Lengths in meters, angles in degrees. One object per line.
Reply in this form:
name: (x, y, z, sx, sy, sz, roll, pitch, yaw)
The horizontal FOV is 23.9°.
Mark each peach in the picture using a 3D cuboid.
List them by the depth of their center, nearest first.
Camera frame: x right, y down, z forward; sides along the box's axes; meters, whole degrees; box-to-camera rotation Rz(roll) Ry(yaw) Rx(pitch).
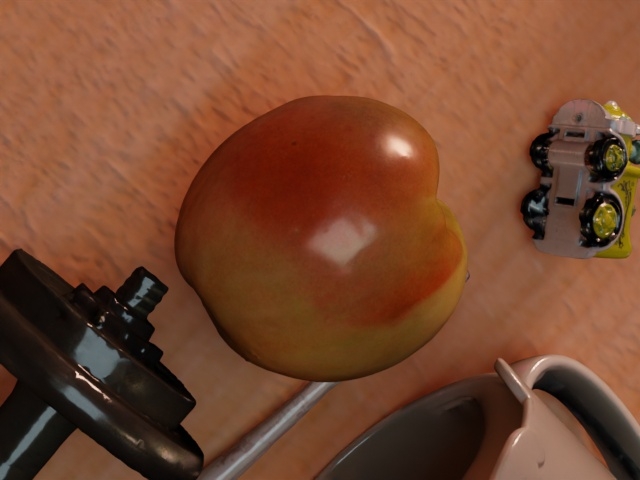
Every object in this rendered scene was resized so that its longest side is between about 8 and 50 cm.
peach: (0.000, 0.000, 0.938, 0.184, 0.184, 0.184, -2, 98, -16)

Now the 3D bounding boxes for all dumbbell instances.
dumbbell: (-0.188, 0.134, 0.888, 0.192, 0.192, 0.290, 41, 84, -17)

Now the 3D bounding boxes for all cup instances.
cup: (0.134, 0.212, 0.996, 0.257, 0.219, 0.290, 46, 52, -17)

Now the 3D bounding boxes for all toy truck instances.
toy truck: (0.192, -0.041, 1.041, 0.077, 0.076, 0.111, 8, 93, -35)

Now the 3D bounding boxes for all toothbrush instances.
toothbrush: (-0.020, 0.111, 1.021, 0.307, 0.025, 0.029, -40, 98, -8)
